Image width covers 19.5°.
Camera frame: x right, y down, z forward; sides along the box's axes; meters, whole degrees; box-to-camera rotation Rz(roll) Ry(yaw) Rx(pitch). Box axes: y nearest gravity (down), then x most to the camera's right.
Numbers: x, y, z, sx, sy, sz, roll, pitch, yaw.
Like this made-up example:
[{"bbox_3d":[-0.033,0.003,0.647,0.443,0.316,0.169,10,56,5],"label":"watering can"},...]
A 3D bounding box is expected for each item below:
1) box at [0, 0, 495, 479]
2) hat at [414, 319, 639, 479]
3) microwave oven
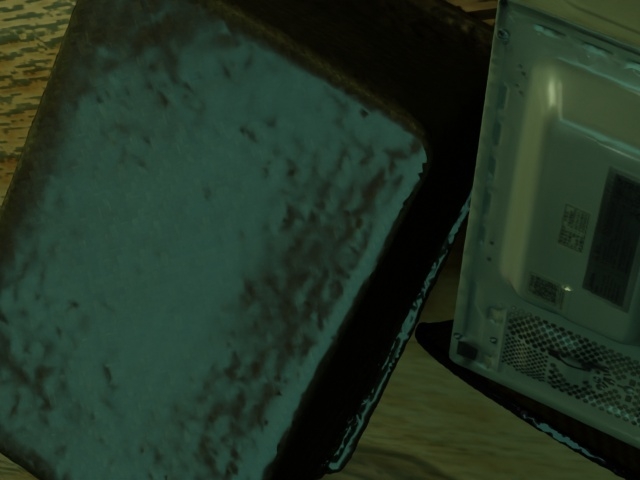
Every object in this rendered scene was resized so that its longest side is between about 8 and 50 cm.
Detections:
[{"bbox_3d":[-0.043,-0.001,0.901,0.184,0.143,0.273,31,116,11],"label":"box"},{"bbox_3d":[0.150,0.063,0.963,0.193,0.082,0.193,28,-175,-3],"label":"hat"},{"bbox_3d":[0.146,-0.034,0.775,0.122,0.162,0.208,24,139,19],"label":"microwave oven"}]
